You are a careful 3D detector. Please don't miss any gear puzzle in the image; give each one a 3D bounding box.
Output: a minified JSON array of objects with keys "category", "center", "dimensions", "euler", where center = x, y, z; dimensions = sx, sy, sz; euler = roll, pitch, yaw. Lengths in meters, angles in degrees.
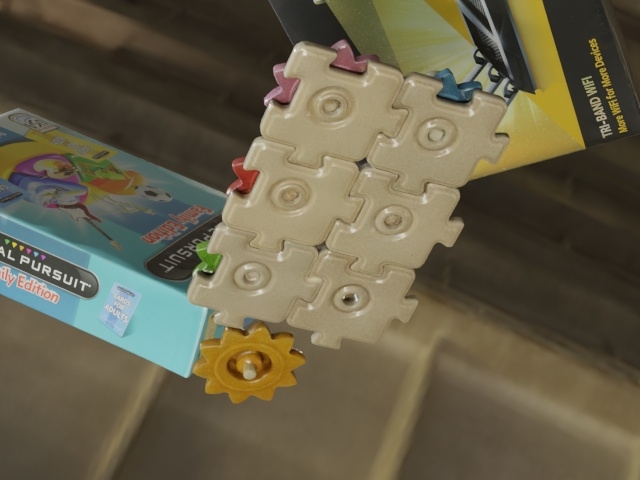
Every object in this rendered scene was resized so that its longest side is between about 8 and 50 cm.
[{"category":"gear puzzle","center":[0.000,0.000,1.139],"dimensions":[0.175,0.339,0.044],"euler":[13,-143,-18]}]

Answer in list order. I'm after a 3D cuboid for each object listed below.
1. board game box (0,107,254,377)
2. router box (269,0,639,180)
[{"category":"board game box","center":[-0.213,-0.011,1.461],"dimensions":[0.336,0.079,0.254],"euler":[22,-158,12]},{"category":"router box","center":[0.107,-0.181,1.251],"dimensions":[0.243,0.309,0.081],"euler":[-15,-133,17]}]
